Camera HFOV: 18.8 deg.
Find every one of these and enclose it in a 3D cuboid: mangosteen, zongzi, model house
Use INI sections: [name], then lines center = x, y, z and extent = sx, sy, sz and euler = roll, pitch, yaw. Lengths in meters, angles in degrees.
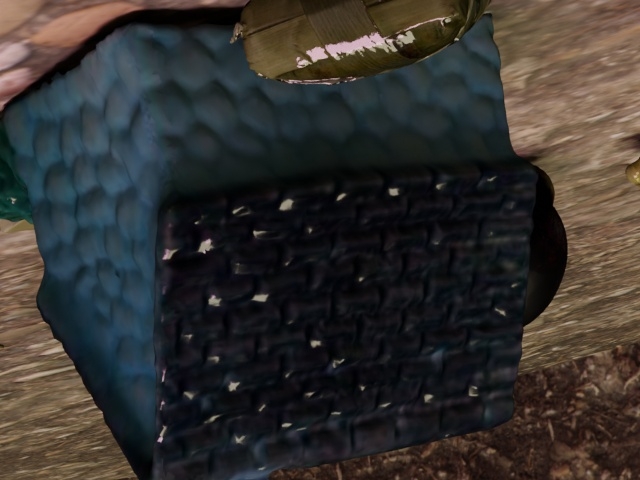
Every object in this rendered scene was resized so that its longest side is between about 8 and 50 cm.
[mangosteen]
center = 0.126, 0.001, 1.459
extent = 0.137, 0.137, 0.151
euler = -22, -159, 41
[zongzi]
center = 0.022, -0.103, 0.903
extent = 0.109, 0.055, 0.119
euler = -13, -178, 15
[model house]
center = -0.017, 0.023, 1.019
extent = 0.261, 0.241, 0.226
euler = -7, 166, -34

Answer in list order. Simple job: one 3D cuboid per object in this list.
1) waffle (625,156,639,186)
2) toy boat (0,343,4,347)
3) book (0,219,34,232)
[waffle]
center = 0.363, -0.082, 1.459
extent = 0.261, 0.056, 0.250
euler = -22, 168, 33
[toy boat]
center = -0.227, 0.014, 1.055
extent = 0.084, 0.111, 0.276
euler = -18, 167, -4
[book]
center = -0.140, -0.024, 1.233
extent = 0.111, 0.014, 0.077
euler = -6, 168, -36
